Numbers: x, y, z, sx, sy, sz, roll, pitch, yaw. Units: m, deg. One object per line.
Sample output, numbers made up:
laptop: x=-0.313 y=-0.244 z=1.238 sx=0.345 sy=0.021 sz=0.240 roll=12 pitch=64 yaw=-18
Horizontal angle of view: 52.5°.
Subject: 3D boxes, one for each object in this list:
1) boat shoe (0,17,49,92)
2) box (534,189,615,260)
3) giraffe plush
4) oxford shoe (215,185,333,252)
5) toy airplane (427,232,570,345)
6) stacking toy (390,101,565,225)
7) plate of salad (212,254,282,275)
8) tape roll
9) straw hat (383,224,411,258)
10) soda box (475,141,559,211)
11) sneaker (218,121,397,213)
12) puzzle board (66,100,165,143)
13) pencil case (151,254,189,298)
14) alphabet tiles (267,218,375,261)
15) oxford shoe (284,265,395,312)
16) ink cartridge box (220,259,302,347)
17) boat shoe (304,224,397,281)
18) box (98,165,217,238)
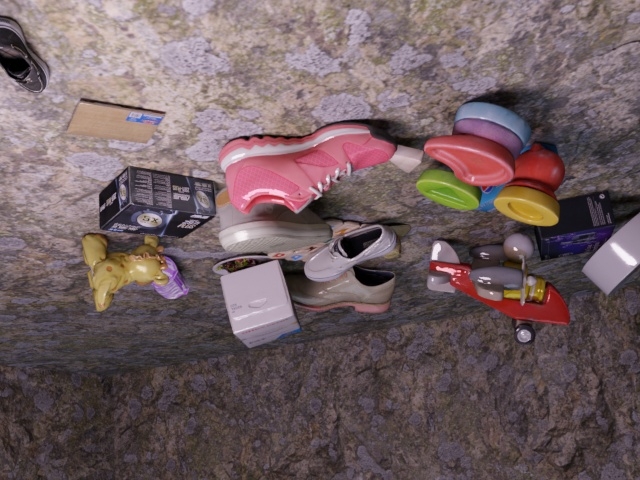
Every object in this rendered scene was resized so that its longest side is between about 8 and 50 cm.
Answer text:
boat shoe: x=-0.378 y=-0.219 z=0.811 sx=0.049 sy=0.040 sz=0.142 roll=-6 pitch=163 yaw=-5
box: x=0.680 y=-0.033 z=1.756 sx=0.184 sy=0.103 sz=0.261 roll=-10 pitch=163 yaw=16
giraffe plush: x=-0.446 y=0.060 z=1.499 sx=0.170 sy=0.181 sz=0.210 roll=-13 pitch=-176 yaw=-23
oxford shoe: x=-0.087 y=-0.045 z=1.371 sx=0.169 sy=0.130 sz=0.449 roll=-18 pitch=171 yaw=17
toy airplane: x=0.494 y=0.088 z=1.850 sx=0.384 sy=0.386 sz=0.272 roll=15 pitch=109 yaw=-35
stacking toy: x=0.291 y=-0.157 z=1.202 sx=0.279 sy=0.130 sz=0.309 roll=12 pitch=165 yaw=44
plate of salad: x=-0.207 y=0.083 z=1.851 sx=0.200 sy=0.048 sz=0.200 roll=-6 pitch=163 yaw=-2
tape roll: x=0.864 y=0.024 z=1.792 sx=0.286 sy=0.100 sz=0.286 roll=-34 pitch=157 yaw=-17
straw hat: x=0.184 y=0.014 z=1.726 sx=0.144 sy=0.061 sz=0.144 roll=-17 pitch=161 yaw=-6
soda box: x=0.404 y=-0.129 z=1.373 sx=0.067 sy=0.071 sz=0.210 roll=3 pitch=160 yaw=-32
sneaker: x=-0.017 y=-0.114 z=1.139 sx=0.314 sy=0.136 sz=0.116 roll=-8 pitch=164 yaw=3
puzzle board: x=-0.318 y=-0.183 z=1.006 sx=0.128 sy=0.011 sz=0.096 roll=3 pitch=159 yaw=-32
pencil case: x=-0.416 y=0.105 z=1.765 sx=0.088 sy=0.086 sz=0.206 roll=27 pitch=165 yaw=7
alphabet tiles: x=0.000 y=0.000 z=1.712 sx=0.284 sy=0.021 sz=0.278 roll=6 pitch=156 yaw=-38
oxford shoe: x=0.045 y=0.130 z=2.043 sx=0.397 sy=0.140 sz=0.146 roll=2 pitch=130 yaw=-15
ink cartridge box: x=-0.164 y=0.183 z=1.834 sx=0.171 sy=0.168 sz=0.232 roll=-17 pitch=161 yaw=-3
boat shoe: x=0.063 y=0.028 z=1.648 sx=0.267 sy=0.096 sz=0.088 roll=-19 pitch=154 yaw=25
box: x=-0.317 y=-0.069 z=1.263 sx=0.180 sy=0.077 sz=0.147 roll=8 pitch=157 yaw=-40
